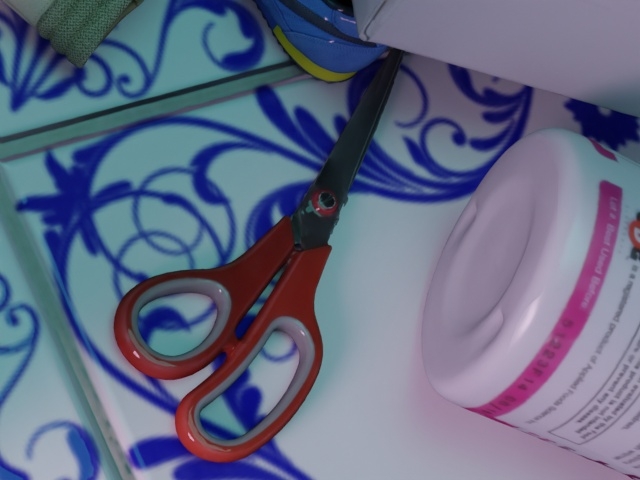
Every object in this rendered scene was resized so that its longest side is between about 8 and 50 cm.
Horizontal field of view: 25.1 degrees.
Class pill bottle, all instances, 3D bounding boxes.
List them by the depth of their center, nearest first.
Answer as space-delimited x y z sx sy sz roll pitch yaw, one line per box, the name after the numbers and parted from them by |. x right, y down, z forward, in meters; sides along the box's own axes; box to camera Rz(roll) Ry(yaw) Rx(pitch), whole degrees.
0.214 0.064 0.803 0.283 0.160 0.160 24 59 -14 | pill bottle

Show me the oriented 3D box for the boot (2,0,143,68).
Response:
-0.138 -0.216 0.806 0.165 0.077 0.213 34 69 -8 | boot

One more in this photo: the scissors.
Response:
0.000 0.000 0.817 0.109 0.021 0.297 43 55 1 | scissors

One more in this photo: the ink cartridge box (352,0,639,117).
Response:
0.153 -0.282 0.881 0.285 0.166 0.395 11 52 -26 | ink cartridge box

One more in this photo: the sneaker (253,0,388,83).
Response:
-0.033 -0.188 0.848 0.209 0.082 0.069 46 58 1 | sneaker
